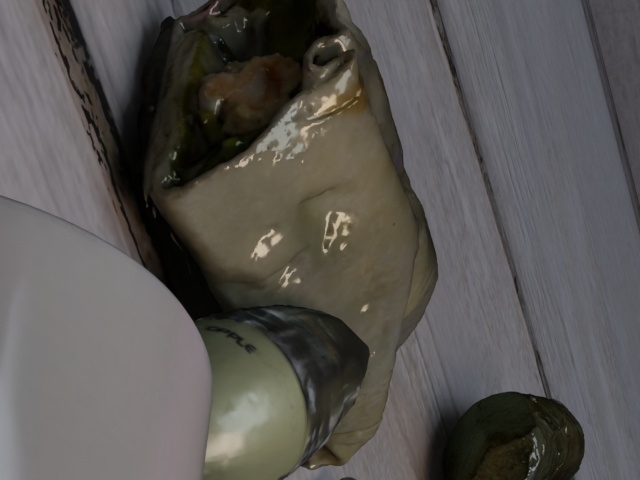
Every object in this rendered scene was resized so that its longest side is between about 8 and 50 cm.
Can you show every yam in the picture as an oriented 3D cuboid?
[{"bbox_3d":[0.166,0.184,1.549,0.259,0.106,0.106,20,61,-71],"label":"yam"}]

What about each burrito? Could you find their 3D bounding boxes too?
[{"bbox_3d":[0.001,-0.003,1.116,0.332,0.135,0.190,65,16,-48],"label":"burrito"}]

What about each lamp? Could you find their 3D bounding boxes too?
[{"bbox_3d":[-0.043,0.086,0.949,0.250,0.101,0.101,-25,104,-57],"label":"lamp"}]

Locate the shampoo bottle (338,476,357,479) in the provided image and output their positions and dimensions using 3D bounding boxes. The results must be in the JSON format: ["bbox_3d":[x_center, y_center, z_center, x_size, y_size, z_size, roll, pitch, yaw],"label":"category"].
[{"bbox_3d":[0.004,0.218,1.121,0.212,0.049,0.072,-54,126,-67],"label":"shampoo bottle"}]

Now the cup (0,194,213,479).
[{"bbox_3d":[-0.158,0.108,0.406,0.289,0.219,0.257,52,35,-50],"label":"cup"}]
